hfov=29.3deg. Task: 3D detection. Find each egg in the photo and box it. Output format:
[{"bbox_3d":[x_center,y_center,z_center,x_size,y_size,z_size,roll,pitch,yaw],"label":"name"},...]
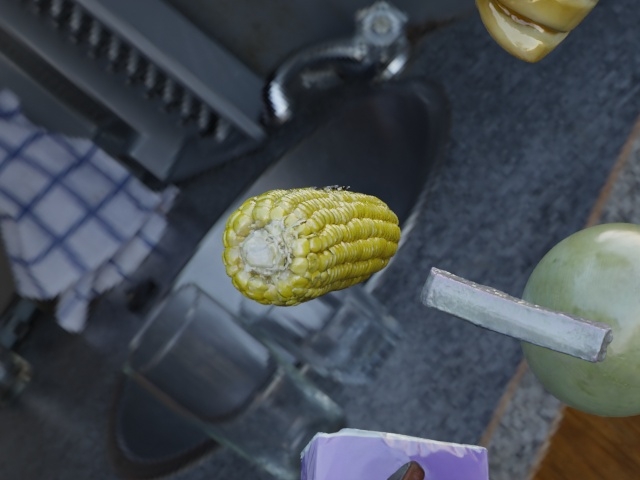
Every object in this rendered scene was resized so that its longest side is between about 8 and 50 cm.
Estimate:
[{"bbox_3d":[0.338,0.100,1.435,0.218,0.218,0.295,-57,-6,-19],"label":"egg"}]

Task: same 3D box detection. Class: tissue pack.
[{"bbox_3d":[0.093,0.421,1.563,0.160,0.242,0.338,112,161,-63],"label":"tissue pack"}]

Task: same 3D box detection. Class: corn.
[{"bbox_3d":[0.000,0.000,0.771,0.072,0.072,0.203,-43,-11,18],"label":"corn"}]

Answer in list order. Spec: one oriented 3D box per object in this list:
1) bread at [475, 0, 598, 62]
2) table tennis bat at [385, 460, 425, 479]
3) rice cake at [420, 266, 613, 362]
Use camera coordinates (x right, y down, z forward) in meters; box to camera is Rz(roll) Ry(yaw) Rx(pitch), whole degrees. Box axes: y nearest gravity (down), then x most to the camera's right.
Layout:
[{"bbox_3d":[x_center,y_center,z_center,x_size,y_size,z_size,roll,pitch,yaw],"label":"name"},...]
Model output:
[{"bbox_3d":[0.266,-0.339,1.228,0.311,0.121,0.173,-54,17,27],"label":"bread"},{"bbox_3d":[-0.049,0.186,0.451,0.274,0.021,0.154,-46,-7,-26],"label":"table tennis bat"},{"bbox_3d":[0.193,0.075,1.241,0.206,0.036,0.047,17,92,27],"label":"rice cake"}]
